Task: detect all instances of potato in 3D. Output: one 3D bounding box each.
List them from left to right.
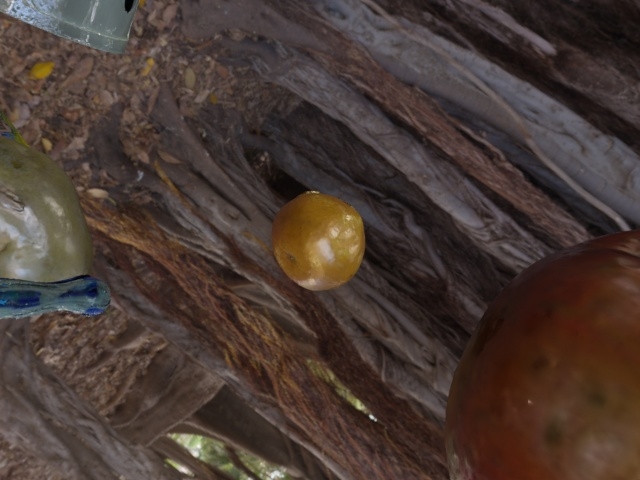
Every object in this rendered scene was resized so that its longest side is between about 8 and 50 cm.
[{"bbox_3d":[-0.375,-0.026,0.580,0.160,0.235,0.178,-40,172,5],"label":"potato"}]

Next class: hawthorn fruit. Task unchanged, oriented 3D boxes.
[{"bbox_3d":[0.318,0.155,0.431,0.402,0.403,0.403,-53,177,-4],"label":"hawthorn fruit"}]

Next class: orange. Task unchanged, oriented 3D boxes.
[{"bbox_3d":[0.000,0.000,0.722,0.134,0.154,0.154,-26,162,-33],"label":"orange"}]

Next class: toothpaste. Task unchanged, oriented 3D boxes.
[{"bbox_3d":[-0.556,-0.179,0.838,0.070,0.193,0.044,-26,159,-53],"label":"toothpaste"}]

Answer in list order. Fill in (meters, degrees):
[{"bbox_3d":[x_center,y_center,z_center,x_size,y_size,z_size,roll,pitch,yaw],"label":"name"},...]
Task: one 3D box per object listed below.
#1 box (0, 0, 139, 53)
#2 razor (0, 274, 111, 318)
[{"bbox_3d":[-0.343,-0.361,0.598,0.149,0.226,0.226,-62,174,18],"label":"box"},{"bbox_3d":[-0.236,0.045,0.344,0.324,0.056,0.093,38,47,-82],"label":"razor"}]
